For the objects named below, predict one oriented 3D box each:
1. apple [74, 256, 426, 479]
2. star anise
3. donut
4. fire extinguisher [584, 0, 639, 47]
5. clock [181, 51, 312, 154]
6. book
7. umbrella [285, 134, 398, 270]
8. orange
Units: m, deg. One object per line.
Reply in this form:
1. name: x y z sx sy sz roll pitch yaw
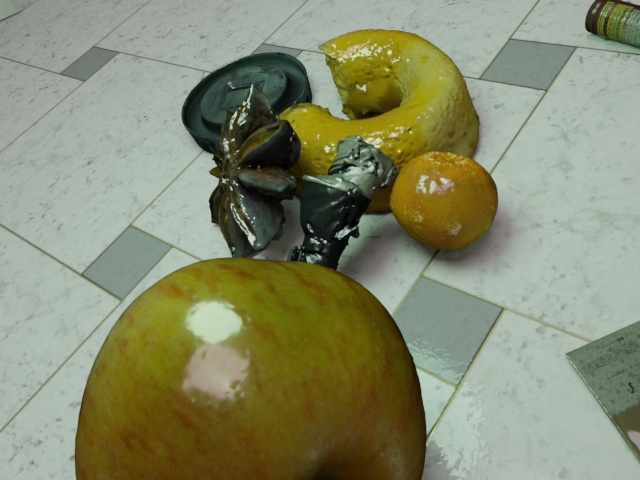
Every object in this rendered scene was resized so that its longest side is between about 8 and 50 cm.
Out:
1. apple: -0.066 0.211 0.671 0.334 0.400 0.400 5 50 52
2. star anise: -0.125 -0.119 1.094 0.118 0.331 0.331 5 40 -27
3. donut: 0.120 -0.260 1.165 0.378 0.163 0.434 7 54 25
4. fire extinguisher: 0.661 -0.423 1.155 0.106 0.075 0.252 -39 48 -14
5. clock: -0.175 -0.329 1.405 0.319 0.066 0.318 -11 48 12
6. book: 0.430 0.197 0.754 0.139 0.016 0.198 -24 47 1
7. umbrella: 0.002 0.001 0.951 0.113 0.106 0.357 25 88 39
8. orange: 0.201 -0.067 0.969 0.178 0.155 0.177 14 16 -4
